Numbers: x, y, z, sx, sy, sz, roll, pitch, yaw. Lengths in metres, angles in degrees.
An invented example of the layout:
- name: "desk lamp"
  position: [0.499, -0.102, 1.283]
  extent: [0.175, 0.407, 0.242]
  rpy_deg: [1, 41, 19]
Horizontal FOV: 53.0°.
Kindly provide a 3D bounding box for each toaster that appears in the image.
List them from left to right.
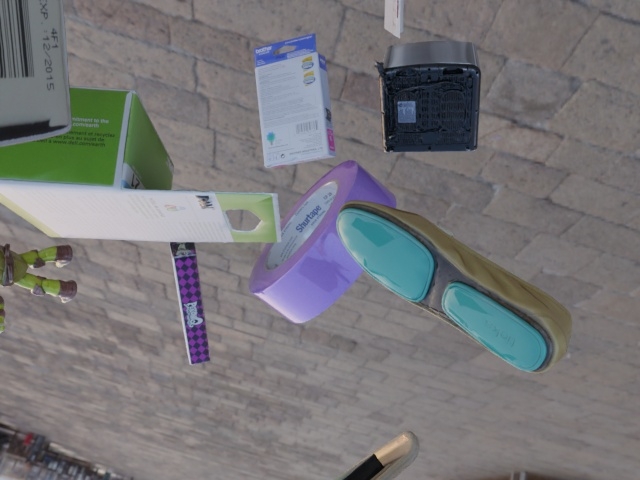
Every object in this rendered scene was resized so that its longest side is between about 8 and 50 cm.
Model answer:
- name: "toaster"
  position: [0.184, -0.248, 1.094]
  extent: [0.168, 0.110, 0.185]
  rpy_deg: [-1, 131, 10]

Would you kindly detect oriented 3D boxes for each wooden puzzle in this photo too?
- name: "wooden puzzle"
  position: [-0.017, 0.302, 0.679]
  extent: [0.044, 0.239, 0.221]
  rpy_deg: [48, 145, 12]

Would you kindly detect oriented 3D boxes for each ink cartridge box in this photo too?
- name: "ink cartridge box"
  position: [-0.165, -0.064, 0.627]
  extent: [0.255, 0.097, 0.189]
  rpy_deg: [2, 166, -2]
- name: "ink cartridge box"
  position: [-0.068, -0.353, 1.641]
  extent: [0.186, 0.311, 0.065]
  rpy_deg: [-7, 180, 25]
- name: "ink cartridge box"
  position: [0.190, -0.573, 1.542]
  extent: [0.045, 0.179, 0.145]
  rpy_deg: [-5, 116, -7]

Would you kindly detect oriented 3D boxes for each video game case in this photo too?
- name: "video game case"
  position: [-0.232, 0.061, 1.118]
  extent: [0.042, 0.210, 0.232]
  rpy_deg: [-9, 125, -12]

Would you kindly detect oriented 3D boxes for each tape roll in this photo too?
- name: "tape roll"
  position: [0.000, 0.000, 1.062]
  extent: [0.090, 0.275, 0.275]
  rpy_deg: [38, 149, -16]

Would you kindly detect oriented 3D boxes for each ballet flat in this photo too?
- name: "ballet flat"
  position: [0.117, 0.032, 0.577]
  extent: [0.232, 0.073, 0.080]
  rpy_deg: [38, 133, 23]

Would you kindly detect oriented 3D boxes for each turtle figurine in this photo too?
- name: "turtle figurine"
  position: [-0.537, 0.039, 1.095]
  extent: [0.217, 0.269, 0.087]
  rpy_deg: [4, 140, -46]

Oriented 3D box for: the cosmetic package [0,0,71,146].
- name: "cosmetic package"
  position: [-0.314, -0.123, 0.360]
  extent: [0.296, 0.129, 0.153]
  rpy_deg: [7, -163, 15]
